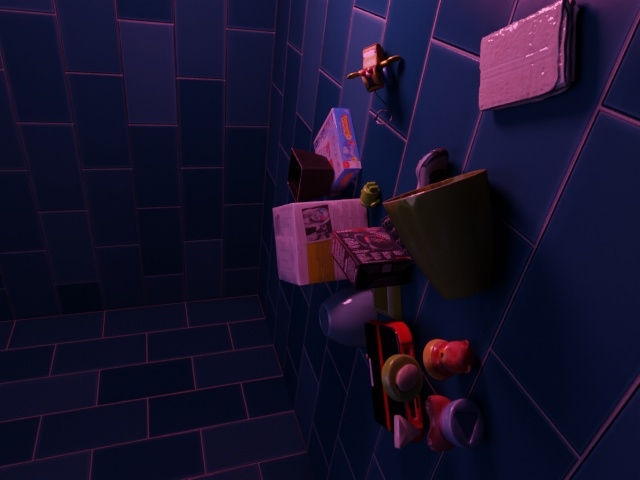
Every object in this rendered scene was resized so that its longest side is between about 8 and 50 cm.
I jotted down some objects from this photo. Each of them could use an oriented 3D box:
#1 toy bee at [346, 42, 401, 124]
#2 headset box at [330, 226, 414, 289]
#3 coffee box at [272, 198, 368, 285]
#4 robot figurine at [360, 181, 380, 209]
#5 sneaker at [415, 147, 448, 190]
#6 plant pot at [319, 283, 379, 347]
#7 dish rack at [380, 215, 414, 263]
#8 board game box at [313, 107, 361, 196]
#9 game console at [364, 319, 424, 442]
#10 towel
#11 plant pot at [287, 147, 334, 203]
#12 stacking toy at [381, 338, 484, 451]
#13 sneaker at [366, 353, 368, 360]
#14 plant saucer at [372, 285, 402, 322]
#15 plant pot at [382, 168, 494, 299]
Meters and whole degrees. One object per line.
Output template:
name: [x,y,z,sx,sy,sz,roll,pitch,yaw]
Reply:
toy bee: [0.196,-0.587,1.614,0.195,0.162,0.298,-33,61,17]
headset box: [0.178,0.051,1.708,0.293,0.218,0.110,-125,36,-55]
coffee box: [0.000,0.000,2.035,0.338,0.334,0.338,-176,81,-70]
robot figurine: [0.195,-0.179,1.841,0.101,0.067,0.115,59,148,38]
sneaker: [0.342,-0.159,1.399,0.108,0.100,0.271,56,152,40]
plant pot: [0.106,0.336,2.012,0.290,0.195,0.290,176,90,-71]
dish rack: [0.284,-0.015,1.467,0.208,0.074,0.271,52,160,0]
board game box: [0.071,-0.397,2.131,0.308,0.086,0.301,134,129,-66]
game console: [0.248,0.477,1.611,0.342,0.060,0.386,149,116,-75]
towel: [0.462,-0.409,1.051,0.282,0.049,0.187,-160,69,-70]
plant pot: [-0.043,-0.295,2.092,0.188,0.167,0.187,-116,29,-46]
stacking toy: [0.329,0.432,1.281,0.130,0.280,0.308,-31,63,57]
sneaker: [0.244,0.494,1.819,0.215,0.084,0.083,-170,72,-70]
plant saucer: [0.251,0.212,1.794,0.188,0.045,0.188,-173,79,-71]
plant pot: [0.340,-0.005,1.217,0.275,0.275,0.293,-4,106,71]
